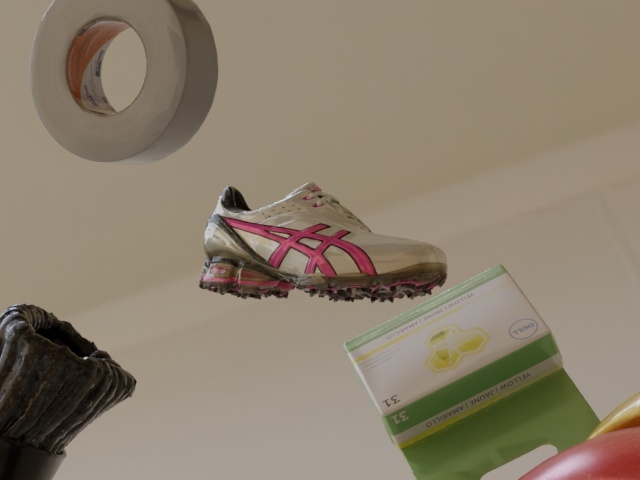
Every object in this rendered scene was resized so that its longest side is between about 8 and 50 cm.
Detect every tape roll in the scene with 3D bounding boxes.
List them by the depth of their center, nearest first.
[{"bbox_3d":[-0.228,-0.198,1.984,0.219,0.072,0.219,-1,-91,28],"label":"tape roll"}]

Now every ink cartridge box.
[{"bbox_3d":[0.136,0.134,1.515,0.171,0.056,0.235,-26,-146,-2],"label":"ink cartridge box"}]

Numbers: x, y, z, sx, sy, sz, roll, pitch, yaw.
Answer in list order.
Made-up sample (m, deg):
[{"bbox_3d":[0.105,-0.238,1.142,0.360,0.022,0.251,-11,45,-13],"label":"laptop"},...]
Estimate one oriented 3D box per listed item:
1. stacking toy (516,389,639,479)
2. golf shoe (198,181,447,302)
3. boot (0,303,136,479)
[{"bbox_3d":[0.220,0.176,0.877,0.351,0.350,0.480,12,-139,29],"label":"stacking toy"},{"bbox_3d":[0.000,0.000,1.186,0.186,0.067,0.086,3,-97,25],"label":"golf shoe"},{"bbox_3d":[-0.239,0.187,1.204,0.260,0.131,0.348,-48,-160,1],"label":"boot"}]
